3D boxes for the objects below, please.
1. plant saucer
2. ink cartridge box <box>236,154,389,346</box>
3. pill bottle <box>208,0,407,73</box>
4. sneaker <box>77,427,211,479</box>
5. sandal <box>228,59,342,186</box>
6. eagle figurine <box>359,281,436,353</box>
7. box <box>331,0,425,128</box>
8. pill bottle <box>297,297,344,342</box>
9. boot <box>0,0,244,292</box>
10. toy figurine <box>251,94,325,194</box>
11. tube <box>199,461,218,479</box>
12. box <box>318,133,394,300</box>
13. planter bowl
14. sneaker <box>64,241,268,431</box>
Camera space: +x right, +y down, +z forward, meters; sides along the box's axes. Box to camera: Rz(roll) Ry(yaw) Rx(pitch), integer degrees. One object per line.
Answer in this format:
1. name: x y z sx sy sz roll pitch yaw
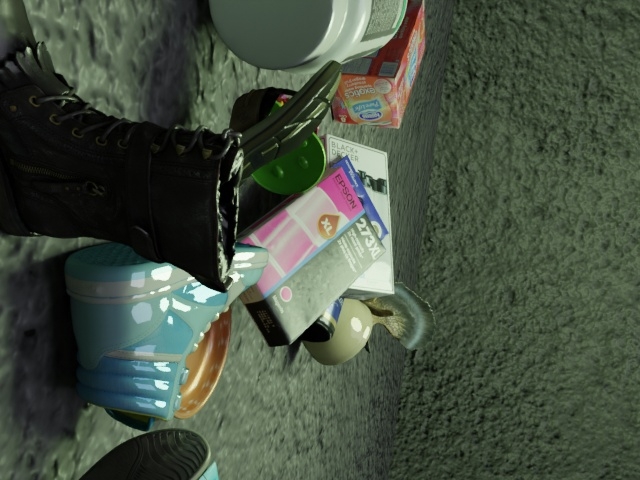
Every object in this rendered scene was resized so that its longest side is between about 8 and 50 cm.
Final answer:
1. plant saucer: -0.183 0.147 0.965 0.200 0.037 0.200 10 90 -73
2. ink cartridge box: 0.000 0.000 1.153 0.371 0.069 0.176 -41 108 -43
3. pill bottle: -0.005 -0.355 1.006 0.361 0.204 0.204 -46 142 -63
4. sneaker: -0.217 0.294 0.754 0.222 0.083 0.118 -30 149 -19
5. sandal: -0.089 -0.144 0.886 0.303 0.086 0.120 -39 171 -12
6. eagle figurine: 0.130 0.184 1.737 0.225 0.226 0.298 -47 148 11
7. box: 0.131 -0.403 1.527 0.142 0.154 0.300 78 25 -50
8. pill bottle: -0.005 0.081 1.372 0.123 0.123 0.219 73 30 -55
9. boot: -0.168 -0.088 0.557 0.091 0.229 0.263 -59 152 -52
10. toy figurine: -0.059 -0.187 1.138 0.173 0.130 0.159 60 21 -27
11. tube: -0.182 0.474 1.124 0.080 0.052 0.207 -48 138 -69
12. box: 0.047 -0.040 1.307 0.169 0.087 0.290 12 70 -39
13. planter bowl: 0.014 0.169 1.462 0.109 0.162 0.162 46 49 -37
14. sneaker: -0.175 0.104 0.818 0.319 0.127 0.208 -9 106 -61
